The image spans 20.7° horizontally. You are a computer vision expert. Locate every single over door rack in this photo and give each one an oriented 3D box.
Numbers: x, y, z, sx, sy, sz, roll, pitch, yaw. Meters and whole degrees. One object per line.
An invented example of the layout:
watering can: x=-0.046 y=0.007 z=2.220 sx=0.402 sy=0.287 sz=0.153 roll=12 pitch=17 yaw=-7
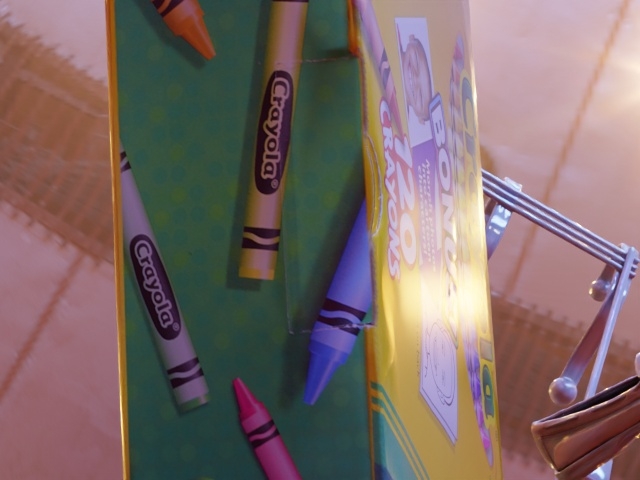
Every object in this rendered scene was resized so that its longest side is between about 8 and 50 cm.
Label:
over door rack: x=0.099 y=0.054 z=1.278 sx=0.239 sy=0.324 sz=0.108 roll=29 pitch=-57 yaw=-2

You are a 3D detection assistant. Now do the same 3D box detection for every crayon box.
crayon box: x=0.000 y=0.000 z=0.571 sx=0.081 sy=0.165 sz=0.278 roll=-6 pitch=-100 yaw=16

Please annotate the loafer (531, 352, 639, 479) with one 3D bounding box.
loafer: x=0.163 y=0.077 z=0.893 sx=0.125 sy=0.045 sz=0.039 roll=-39 pitch=-101 yaw=15
